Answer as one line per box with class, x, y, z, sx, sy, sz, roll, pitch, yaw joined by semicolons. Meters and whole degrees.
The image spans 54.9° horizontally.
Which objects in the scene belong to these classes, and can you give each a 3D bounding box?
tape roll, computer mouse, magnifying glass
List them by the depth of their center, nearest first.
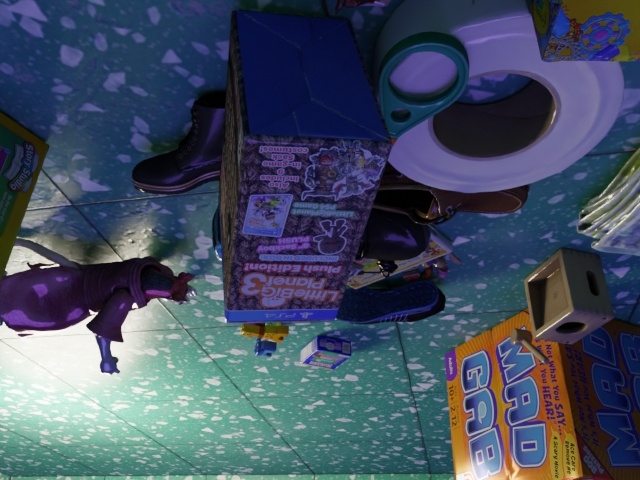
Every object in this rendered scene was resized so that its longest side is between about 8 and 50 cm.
magnifying glass;0.086;-0.138;0.695;0.092;0.026;0.231;13;147;-14
tape roll;0.201;-0.180;0.737;0.286;0.100;0.286;2;147;2
computer mouse;0.038;0.043;1.077;0.193;0.042;0.106;-4;-175;15

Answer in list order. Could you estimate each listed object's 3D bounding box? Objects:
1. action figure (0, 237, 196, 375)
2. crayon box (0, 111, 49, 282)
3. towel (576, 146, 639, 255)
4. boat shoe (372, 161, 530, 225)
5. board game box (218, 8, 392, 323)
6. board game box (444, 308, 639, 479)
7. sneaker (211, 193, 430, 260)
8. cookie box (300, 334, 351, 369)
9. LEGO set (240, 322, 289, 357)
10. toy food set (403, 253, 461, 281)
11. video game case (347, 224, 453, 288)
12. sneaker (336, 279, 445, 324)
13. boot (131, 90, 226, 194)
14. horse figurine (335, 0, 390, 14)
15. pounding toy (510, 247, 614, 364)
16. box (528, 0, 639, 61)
action figure;-0.396;0.076;1.142;0.370;0.248;0.276;-10;118;20
crayon box;-0.482;-0.057;0.807;0.081;0.278;0.165;-19;141;28
towel;0.613;-0.072;0.885;0.374;0.090;0.320;6;148;-6
boat shoe;0.162;-0.069;0.899;0.307;0.104;0.111;10;150;-10
board game box;-0.040;-0.079;0.731;0.141;0.232;0.291;0;138;-13
board game box;0.535;0.393;1.359;0.356;0.356;0.356;17;144;-22
sneaker;0.000;0.000;0.956;0.340;0.140;0.125;7;137;1
cookie box;0.012;0.275;1.502;0.091;0.040;0.107;15;146;-19
LEGO set;-0.130;0.189;1.338;0.093;0.087;0.227;13;144;-16
toy food set;0.202;0.057;1.172;0.122;0.019;0.078;-23;139;34
video game case;0.085;0.006;1.099;0.227;0.026;0.206;-25;138;34
sneaker;0.137;0.135;1.242;0.232;0.081;0.090;-8;154;23
boot;-0.182;-0.143;0.857;0.197;0.077;0.137;-13;141;0
horse figurine;0.098;-0.329;0.547;0.174;0.066;0.263;-3;149;-2
pounding toy;0.445;0.148;1.149;0.094;0.181;0.206;10;146;-12
box;0.336;-0.300;0.471;0.289;0.177;0.279;1;147;2
